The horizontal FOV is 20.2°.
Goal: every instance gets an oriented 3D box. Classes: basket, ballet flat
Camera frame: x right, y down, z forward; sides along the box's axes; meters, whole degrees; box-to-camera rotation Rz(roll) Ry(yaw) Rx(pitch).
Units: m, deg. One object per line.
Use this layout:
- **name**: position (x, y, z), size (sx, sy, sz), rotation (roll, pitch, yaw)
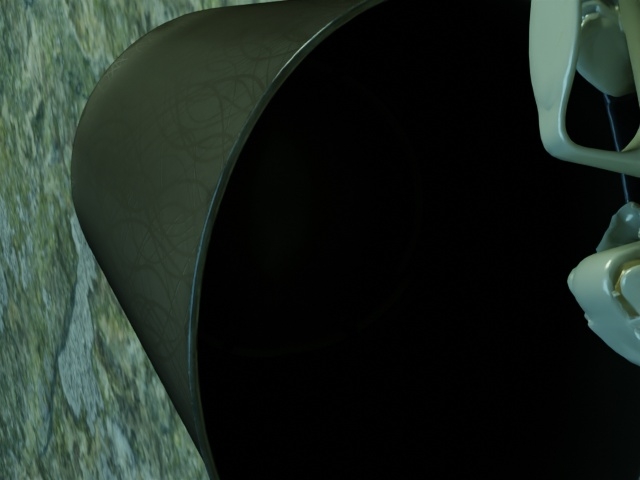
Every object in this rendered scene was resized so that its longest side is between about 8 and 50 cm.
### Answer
- **basket**: position (0.000, 0.000, 0.614), size (0.227, 0.154, 0.204), rotation (-144, 48, -66)
- **ballet flat**: position (0.092, -0.016, 0.467), size (0.074, 0.074, 0.203), rotation (171, 87, -69)
